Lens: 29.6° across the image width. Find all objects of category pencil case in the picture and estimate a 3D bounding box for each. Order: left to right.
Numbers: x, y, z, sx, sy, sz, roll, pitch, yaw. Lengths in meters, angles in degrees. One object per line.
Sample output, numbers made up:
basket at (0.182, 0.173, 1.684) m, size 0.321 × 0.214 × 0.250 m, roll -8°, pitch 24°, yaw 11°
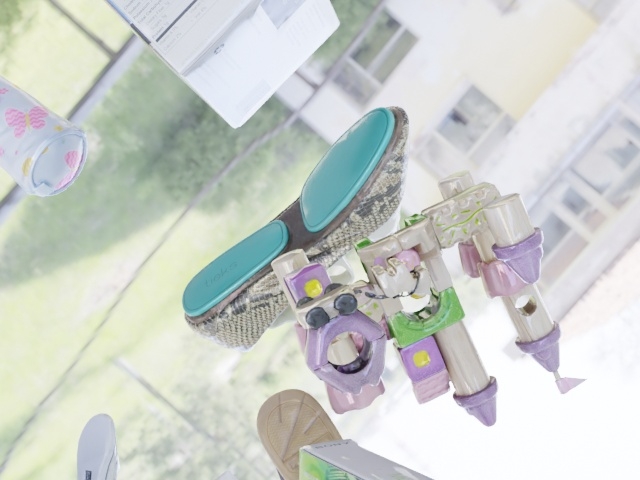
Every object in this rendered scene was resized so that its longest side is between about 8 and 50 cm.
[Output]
pencil case at (-0.477, -0.173, 1.820) m, size 0.124 × 0.273 × 0.113 m, roll -48°, pitch 154°, yaw -21°

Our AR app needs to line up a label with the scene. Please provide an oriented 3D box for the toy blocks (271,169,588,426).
toy blocks at (0.126, 0.106, 1.315) m, size 0.288 × 0.260 × 0.309 m, roll -25°, pitch -169°, yaw -5°

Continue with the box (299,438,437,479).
box at (0.054, 0.334, 0.926) m, size 0.058 × 0.322 × 0.232 m, roll 0°, pitch -177°, yaw -27°

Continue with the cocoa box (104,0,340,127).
cocoa box at (-0.147, -0.340, 1.659) m, size 0.231 × 0.228 × 0.347 m, roll -45°, pitch 170°, yaw 2°

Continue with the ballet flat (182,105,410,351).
ballet flat at (0.000, 0.000, 1.813) m, size 0.483 × 0.182 × 0.164 m, roll -43°, pitch -147°, yaw 21°

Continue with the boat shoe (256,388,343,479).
boat shoe at (0.023, 0.294, 1.321) m, size 0.102 × 0.285 × 0.092 m, roll -32°, pitch 168°, yaw -2°

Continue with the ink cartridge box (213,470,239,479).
ink cartridge box at (-0.158, 0.496, 1.798) m, size 0.168 × 0.171 × 0.233 m, roll -38°, pitch 160°, yaw -38°

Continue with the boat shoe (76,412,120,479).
boat shoe at (-0.202, 0.208, 1.117) m, size 0.035 × 0.035 × 0.100 m, roll 8°, pitch 87°, yaw -66°
